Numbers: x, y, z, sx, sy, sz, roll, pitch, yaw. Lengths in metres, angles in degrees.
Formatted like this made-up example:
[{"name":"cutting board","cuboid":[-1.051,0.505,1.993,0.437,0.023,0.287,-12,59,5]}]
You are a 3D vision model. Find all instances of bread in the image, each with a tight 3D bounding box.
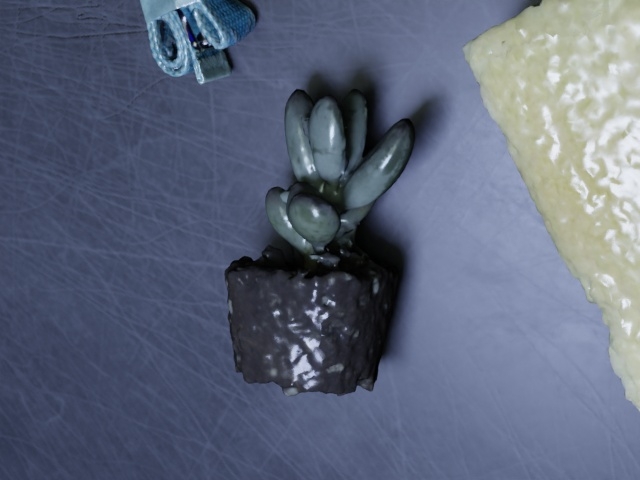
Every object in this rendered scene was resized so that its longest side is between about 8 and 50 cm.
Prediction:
[{"name":"bread","cuboid":[0.304,-0.053,1.562,0.236,0.165,0.375,-24,94,26]}]

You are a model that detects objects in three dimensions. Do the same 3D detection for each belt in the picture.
[{"name":"belt","cuboid":[-0.142,-0.290,1.710,0.087,0.072,0.302,-16,96,24]}]

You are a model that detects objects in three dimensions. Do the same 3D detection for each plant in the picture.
[{"name":"plant","cuboid":[-0.002,0.001,1.688,0.146,0.149,0.275,14,103,15]}]
